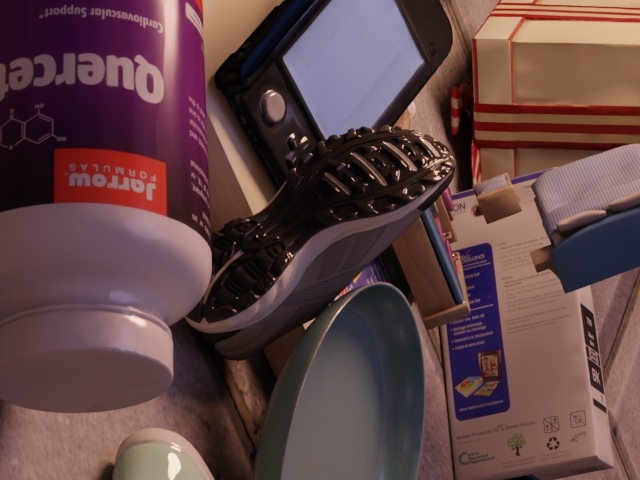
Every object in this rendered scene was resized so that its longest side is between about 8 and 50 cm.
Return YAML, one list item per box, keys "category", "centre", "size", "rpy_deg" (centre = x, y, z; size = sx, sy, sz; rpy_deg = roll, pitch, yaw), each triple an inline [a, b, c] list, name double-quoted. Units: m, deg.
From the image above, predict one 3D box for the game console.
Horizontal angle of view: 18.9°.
- category: "game console"
  centre: [0.058, -0.196, 1.683]
  size: [0.293, 0.173, 0.250]
  rpy_deg: [-52, 126, -35]

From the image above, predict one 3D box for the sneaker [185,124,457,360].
- category: "sneaker"
  centre: [0.000, 0.000, 1.626]
  size: [0.100, 0.271, 0.108]
  rpy_deg: [46, -14, 35]

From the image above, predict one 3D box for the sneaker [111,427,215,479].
- category: "sneaker"
  centre: [-0.082, 0.277, 1.422]
  size: [0.256, 0.094, 0.151]
  rpy_deg: [52, 26, -22]

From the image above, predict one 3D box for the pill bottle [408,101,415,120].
- category: "pill bottle"
  centre: [0.074, -0.140, 2.064]
  size: [0.083, 0.043, 0.043]
  rpy_deg: [-9, 84, -66]

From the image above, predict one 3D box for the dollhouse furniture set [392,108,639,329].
- category: "dollhouse furniture set"
  centre: [0.207, -0.090, 1.920]
  size: [0.286, 0.303, 0.198]
  rpy_deg: [-91, 160, -67]

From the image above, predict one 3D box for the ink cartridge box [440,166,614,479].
- category: "ink cartridge box"
  centre: [0.214, 0.098, 2.082]
  size: [0.065, 0.165, 0.333]
  rpy_deg: [31, 50, -57]

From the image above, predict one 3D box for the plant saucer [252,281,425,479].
- category: "plant saucer"
  centre: [0.014, 0.190, 1.640]
  size: [0.317, 0.043, 0.318]
  rpy_deg: [8, 90, -66]

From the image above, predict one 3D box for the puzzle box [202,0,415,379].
- category: "puzzle box"
  centre: [-0.035, -0.058, 1.774]
  size: [0.409, 0.052, 0.272]
  rpy_deg: [67, 25, -18]

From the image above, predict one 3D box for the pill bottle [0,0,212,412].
- category: "pill bottle"
  centre: [-0.167, -0.053, 1.327]
  size: [0.181, 0.181, 0.323]
  rpy_deg: [36, 45, -55]

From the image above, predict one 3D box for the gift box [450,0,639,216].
- category: "gift box"
  centre: [0.299, -0.149, 2.314]
  size: [0.255, 0.258, 0.276]
  rpy_deg: [-46, 138, -65]
